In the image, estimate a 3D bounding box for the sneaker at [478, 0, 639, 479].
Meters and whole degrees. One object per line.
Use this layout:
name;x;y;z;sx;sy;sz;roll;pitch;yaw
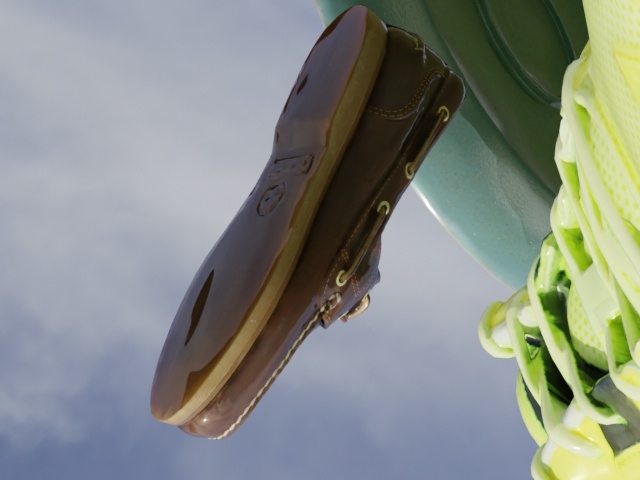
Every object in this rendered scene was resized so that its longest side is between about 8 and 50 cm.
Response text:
sneaker;0.114;0.022;0.476;0.385;0.147;0.145;53;-162;-57

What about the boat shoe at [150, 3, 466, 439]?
boat shoe;0.000;0.000;0.796;0.073;0.073;0.207;33;-100;-28

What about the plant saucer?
plant saucer;0.100;-0.113;1.005;0.317;0.043;0.318;39;-144;-36
